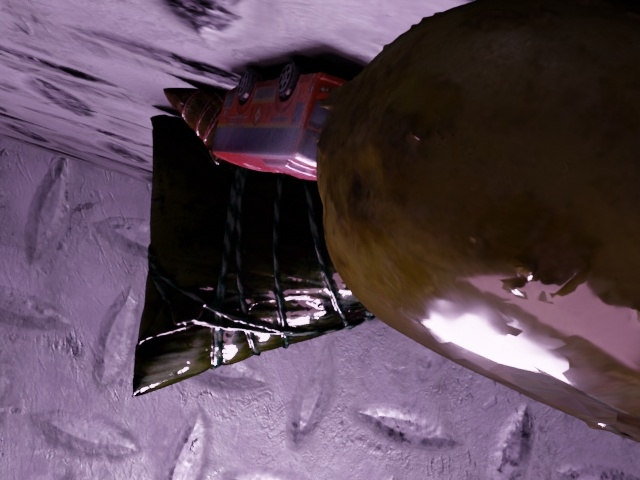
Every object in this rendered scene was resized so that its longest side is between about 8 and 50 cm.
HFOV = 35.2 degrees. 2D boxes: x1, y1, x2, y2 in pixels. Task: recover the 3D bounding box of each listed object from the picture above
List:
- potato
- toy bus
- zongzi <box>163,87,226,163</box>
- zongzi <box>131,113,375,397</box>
[{"bbox_3d":[0.145,-0.001,0.446,0.307,0.173,0.210,23,160,-12],"label":"potato"},{"bbox_3d":[-0.022,-0.086,0.757,0.065,0.077,0.192,15,179,-25],"label":"toy bus"},{"bbox_3d":[-0.099,-0.120,0.949,0.083,0.067,0.073,35,-168,12],"label":"zongzi"},{"bbox_3d":[0.000,0.000,1.087,0.383,0.319,0.362,0,172,-19],"label":"zongzi"}]
